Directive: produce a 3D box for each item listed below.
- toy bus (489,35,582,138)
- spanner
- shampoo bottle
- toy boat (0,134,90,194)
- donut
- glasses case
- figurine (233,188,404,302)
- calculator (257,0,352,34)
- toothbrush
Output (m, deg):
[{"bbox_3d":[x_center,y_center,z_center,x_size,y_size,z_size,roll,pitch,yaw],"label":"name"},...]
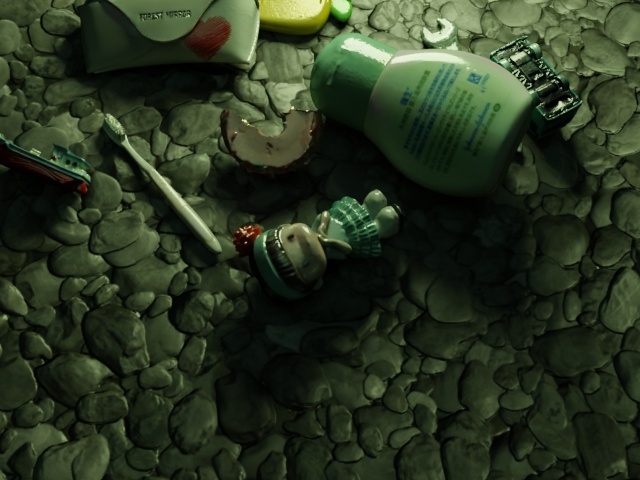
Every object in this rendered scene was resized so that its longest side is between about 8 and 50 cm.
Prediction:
[{"bbox_3d":[0.351,-0.247,1.610,0.079,0.092,0.160,-29,65,-12],"label":"toy bus"},{"bbox_3d":[0.255,-0.257,1.650,0.071,0.017,0.302,-22,68,-11],"label":"spanner"},{"bbox_3d":[0.147,-0.213,1.546,0.349,0.151,0.222,25,95,12],"label":"shampoo bottle"},{"bbox_3d":[-0.437,-0.127,1.530,0.173,0.069,0.059,20,81,6],"label":"toy boat"},{"bbox_3d":[-0.075,-0.154,1.556,0.166,0.065,0.117,-2,87,1],"label":"donut"},{"bbox_3d":[-0.256,-0.351,1.620,0.308,0.083,0.128,-4,75,2],"label":"glasses case"},{"bbox_3d":[0.000,0.000,1.481,0.245,0.110,0.138,-26,60,-16],"label":"figurine"},{"bbox_3d":[-0.059,-0.425,1.700,0.234,0.032,0.146,7,66,2],"label":"calculator"},{"bbox_3d":[-0.253,-0.091,1.546,0.025,0.029,0.307,-35,72,-24],"label":"toothbrush"}]
